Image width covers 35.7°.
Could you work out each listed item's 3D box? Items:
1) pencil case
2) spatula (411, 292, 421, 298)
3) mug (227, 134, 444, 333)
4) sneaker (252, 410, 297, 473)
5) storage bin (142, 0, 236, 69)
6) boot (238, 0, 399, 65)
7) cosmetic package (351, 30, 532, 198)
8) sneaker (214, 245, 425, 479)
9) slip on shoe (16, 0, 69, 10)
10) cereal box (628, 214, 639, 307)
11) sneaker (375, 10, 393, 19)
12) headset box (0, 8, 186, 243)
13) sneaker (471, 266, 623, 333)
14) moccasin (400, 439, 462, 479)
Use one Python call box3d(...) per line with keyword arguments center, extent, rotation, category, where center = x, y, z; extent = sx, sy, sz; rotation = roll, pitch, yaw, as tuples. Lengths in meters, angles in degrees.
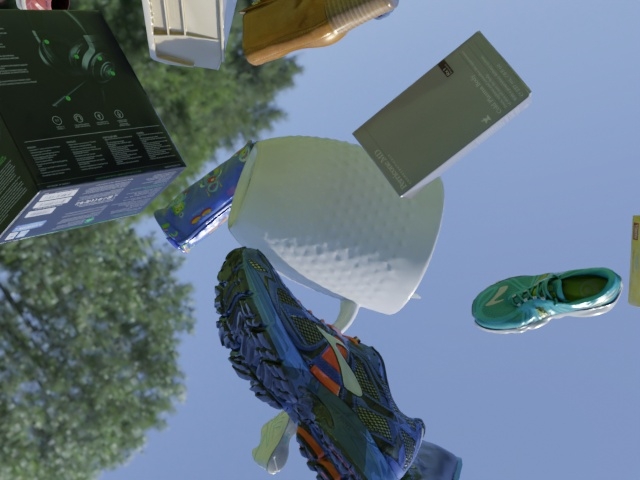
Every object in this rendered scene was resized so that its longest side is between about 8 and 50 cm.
box3d(center=(-0.226, -0.096, 2.208), extent=(0.306, 0.119, 0.133), rotation=(-36, -152, 10), category="pencil case")
box3d(center=(0.105, 0.081, 2.317), extent=(0.242, 0.168, 0.019), rotation=(9, -109, 43), category="spatula")
box3d(center=(0.000, 0.000, 1.772), extent=(0.276, 0.328, 0.374), rotation=(177, -68, -77), category="mug")
box3d(center=(-0.065, 0.307, 1.646), extent=(0.061, 0.054, 0.152), rotation=(16, -113, 45), category="sneaker")
box3d(center=(-0.189, -0.446, 1.544), extent=(0.123, 0.260, 0.262), rotation=(8, -118, 0), category="storage bin")
box3d(center=(0.007, -0.334, 1.286), extent=(0.211, 0.104, 0.295), rotation=(-15, -149, 23), category="boot")
box3d(center=(0.178, -0.178, 1.452), extent=(0.238, 0.127, 0.107), rotation=(-40, 172, 8), category="cosmetic package")
box3d(center=(-0.002, 0.097, 0.756), extent=(0.087, 0.221, 0.083), rotation=(-36, -175, -33), category="sneaker")
box3d(center=(-0.527, -0.537, 1.892), extent=(0.331, 0.101, 0.123), rotation=(117, -10, -65), category="slip on shoe")
box3d(center=(0.690, 0.033, 1.863), extent=(0.240, 0.173, 0.047), rotation=(-2, -172, -21), category="cereal box")
box3d(center=(0.040, -0.378, 1.364), extent=(0.068, 0.170, 0.071), rotation=(-46, 166, 19), category="sneaker")
box3d(center=(-0.355, -0.164, 1.281), extent=(0.131, 0.283, 0.246), rotation=(-38, 168, 37), category="headset box")
box3d(center=(0.404, 0.095, 1.793), extent=(0.275, 0.107, 0.110), rotation=(-15, 162, 10), category="sneaker")
box3d(center=(0.091, 0.328, 1.192), extent=(0.117, 0.137, 0.342), rotation=(25, -174, 7), category="moccasin")
